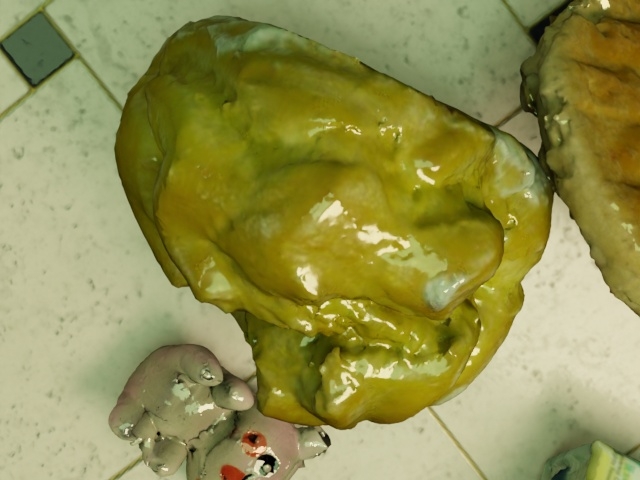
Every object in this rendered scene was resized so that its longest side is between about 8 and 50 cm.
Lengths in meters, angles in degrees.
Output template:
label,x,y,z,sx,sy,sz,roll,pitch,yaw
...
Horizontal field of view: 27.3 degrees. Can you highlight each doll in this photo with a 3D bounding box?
label,x,y,z,sx,sy,sz,roll,pitch,yaw
doll,-0.094,0.177,1.198,0.149,0.095,0.192,-42,100,14

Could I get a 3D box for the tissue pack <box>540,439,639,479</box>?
label,x,y,z,sx,sy,sz,roll,pitch,yaw
tissue pack,0.347,0.389,1.166,0.388,0.162,0.287,25,74,-5

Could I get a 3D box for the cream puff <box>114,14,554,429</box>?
label,x,y,z,sx,sy,sz,roll,pitch,yaw
cream puff,0.000,0.000,1.028,0.378,0.378,0.275,25,94,-5

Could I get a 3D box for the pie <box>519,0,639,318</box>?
label,x,y,z,sx,sy,sz,roll,pitch,yaw
pie,0.298,-0.068,1.058,0.339,0.339,0.083,43,139,-8
